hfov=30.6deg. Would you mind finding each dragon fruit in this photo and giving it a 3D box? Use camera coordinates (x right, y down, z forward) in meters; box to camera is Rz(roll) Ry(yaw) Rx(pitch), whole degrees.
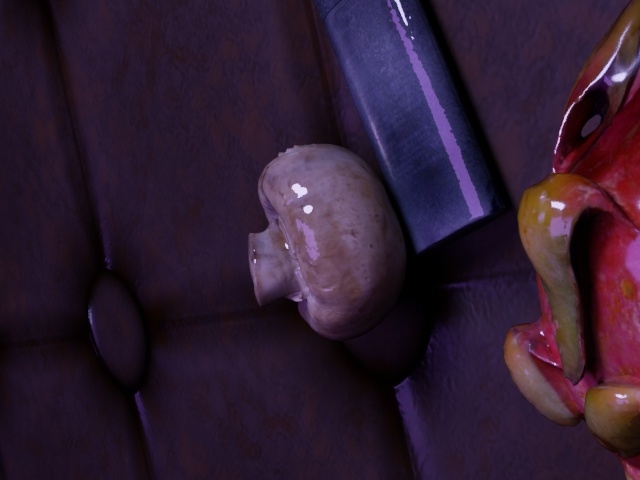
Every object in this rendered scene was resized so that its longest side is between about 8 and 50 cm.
[{"bbox_3d":[0.223,-0.008,0.624,0.307,0.243,0.227,-55,21,0],"label":"dragon fruit"}]

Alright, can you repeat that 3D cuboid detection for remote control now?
[{"bbox_3d":[0.042,-0.178,0.930,0.107,0.044,0.377,-32,75,48],"label":"remote control"}]

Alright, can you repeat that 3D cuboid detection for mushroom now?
[{"bbox_3d":[0.000,0.000,0.948,0.166,0.127,0.166,168,90,-79],"label":"mushroom"}]
